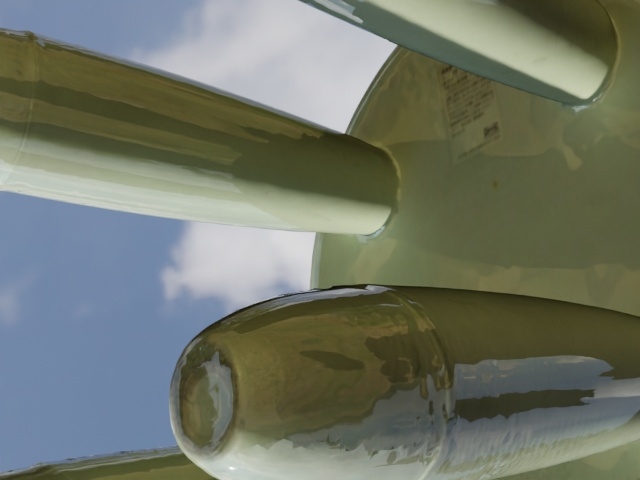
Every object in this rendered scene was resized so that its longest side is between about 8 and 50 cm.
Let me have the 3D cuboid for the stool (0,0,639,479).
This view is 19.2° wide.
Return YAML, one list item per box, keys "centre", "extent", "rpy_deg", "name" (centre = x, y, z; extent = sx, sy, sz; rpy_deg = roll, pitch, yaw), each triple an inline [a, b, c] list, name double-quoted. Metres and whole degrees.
- centre: [0.000, 0.000, 0.499]
  extent: [0.199, 0.195, 0.195]
  rpy_deg: [10, -118, -39]
  name: "stool"
